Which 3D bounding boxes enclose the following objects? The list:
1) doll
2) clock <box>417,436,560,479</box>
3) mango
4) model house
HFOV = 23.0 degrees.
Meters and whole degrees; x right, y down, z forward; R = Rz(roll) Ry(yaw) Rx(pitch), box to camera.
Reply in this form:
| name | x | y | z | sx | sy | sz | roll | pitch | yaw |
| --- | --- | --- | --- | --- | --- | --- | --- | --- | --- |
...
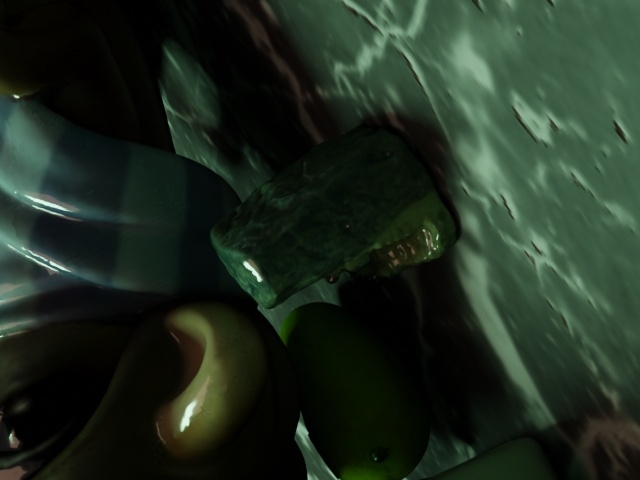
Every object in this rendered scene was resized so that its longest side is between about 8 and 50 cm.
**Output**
| name | x | y | z | sx | sy | sz | roll | pitch | yaw |
| --- | --- | --- | --- | --- | --- | --- | --- | --- | --- |
| doll | -0.141 | 0.009 | 0.746 | 0.318 | 0.209 | 0.339 | 105 | 143 | -69 |
| clock | -0.020 | 0.203 | 0.740 | 0.108 | 0.265 | 0.324 | 63 | 166 | 11 |
| mango | 0.013 | 0.072 | 0.763 | 0.108 | 0.056 | 0.073 | 47 | 154 | 44 |
| model house | 0.000 | 0.000 | 0.634 | 0.066 | 0.083 | 0.079 | 59 | 162 | -8 |
